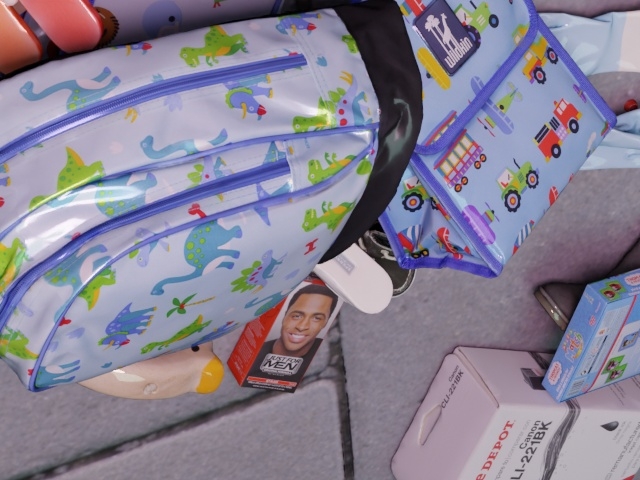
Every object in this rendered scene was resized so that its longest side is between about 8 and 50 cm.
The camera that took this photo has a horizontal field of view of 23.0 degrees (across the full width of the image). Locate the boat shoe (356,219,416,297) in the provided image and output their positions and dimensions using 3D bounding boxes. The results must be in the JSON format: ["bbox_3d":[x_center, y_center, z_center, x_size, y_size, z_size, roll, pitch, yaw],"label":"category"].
[{"bbox_3d":[0.065,-0.013,1.611,0.078,0.070,0.219,-24,133,-11],"label":"boat shoe"}]

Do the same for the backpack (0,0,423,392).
[{"bbox_3d":[-0.126,-0.034,1.193,0.356,0.273,0.290,1,153,-28],"label":"backpack"}]

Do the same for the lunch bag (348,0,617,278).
[{"bbox_3d":[0.111,-0.148,1.451,0.221,0.138,0.293,-50,122,-26],"label":"lunch bag"}]

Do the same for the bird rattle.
[{"bbox_3d":[-0.184,0.056,1.334,0.253,0.207,0.143,15,112,-37],"label":"bird rattle"}]

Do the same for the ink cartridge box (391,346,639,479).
[{"bbox_3d":[0.249,0.241,1.883,0.273,0.114,0.197,7,121,-32],"label":"ink cartridge box"}]

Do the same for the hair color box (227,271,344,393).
[{"bbox_3d":[-0.035,0.091,1.656,0.072,0.043,0.141,10,118,-33],"label":"hair color box"}]

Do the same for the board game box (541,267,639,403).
[{"bbox_3d":[0.364,0.094,1.798,0.211,0.039,0.160,-13,138,-33],"label":"board game box"}]

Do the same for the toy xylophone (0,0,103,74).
[{"bbox_3d":[-0.286,-0.163,1.206,0.323,0.081,0.236,-39,107,22],"label":"toy xylophone"}]

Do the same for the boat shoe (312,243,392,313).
[{"bbox_3d":[0.000,0.000,1.585,0.184,0.063,0.066,42,75,-21],"label":"boat shoe"}]

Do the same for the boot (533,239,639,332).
[{"bbox_3d":[0.360,0.027,1.805,0.208,0.076,0.190,-44,148,18],"label":"boot"}]

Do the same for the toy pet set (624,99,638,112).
[{"bbox_3d":[0.409,-0.129,1.715,0.114,0.065,0.122,-39,134,3],"label":"toy pet set"}]

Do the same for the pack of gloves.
[{"bbox_3d":[0.284,-0.144,1.617,0.232,0.046,0.195,-4,127,-12],"label":"pack of gloves"}]

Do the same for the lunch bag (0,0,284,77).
[{"bbox_3d":[-0.153,-0.222,1.300,0.243,0.115,0.303,8,119,-31],"label":"lunch bag"}]
